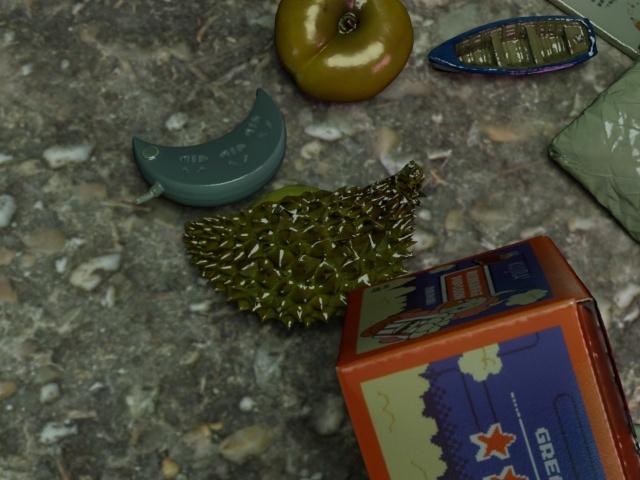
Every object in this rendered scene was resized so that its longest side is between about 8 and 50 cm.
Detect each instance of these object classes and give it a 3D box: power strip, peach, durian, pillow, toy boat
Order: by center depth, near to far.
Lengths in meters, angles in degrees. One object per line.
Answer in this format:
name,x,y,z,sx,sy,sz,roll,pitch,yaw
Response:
durian,0.000,0.000,1.806,0.306,0.166,0.172,-22,110,-9
power strip,-0.135,-0.100,1.825,0.216,0.044,0.137,-25,56,-16
peach,0.025,-0.256,1.886,0.179,0.103,0.179,2,77,-7
pillow,0.476,-0.119,1.906,0.281,0.076,0.274,-44,86,2
toy boat,0.243,-0.244,1.950,0.229,0.046,0.080,-10,78,-12

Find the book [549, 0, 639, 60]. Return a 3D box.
book,0.440,-0.341,2.024,0.295,0.020,0.208,35,72,1

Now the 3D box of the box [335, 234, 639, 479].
box,0.185,0.198,1.591,0.257,0.349,0.318,-15,98,6

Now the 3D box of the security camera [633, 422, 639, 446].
security camera,0.320,0.276,1.808,0.301,0.080,0.157,15,87,6
